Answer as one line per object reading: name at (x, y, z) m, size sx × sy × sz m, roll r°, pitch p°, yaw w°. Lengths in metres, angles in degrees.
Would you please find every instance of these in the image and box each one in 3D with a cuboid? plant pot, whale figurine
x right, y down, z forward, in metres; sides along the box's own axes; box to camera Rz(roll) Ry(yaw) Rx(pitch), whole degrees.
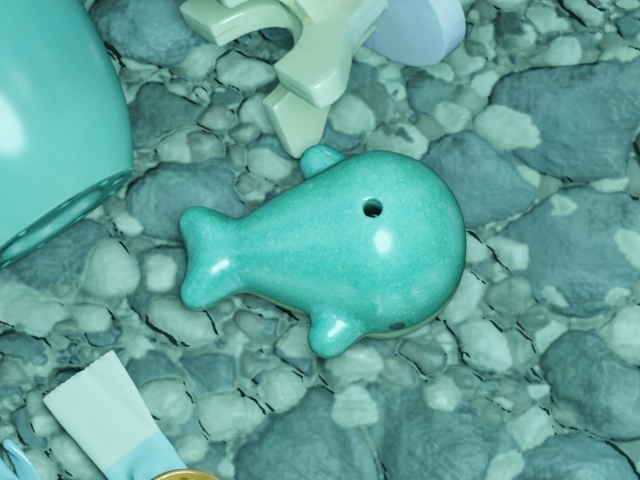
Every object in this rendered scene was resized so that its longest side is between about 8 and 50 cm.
plant pot at (-0.310, -0.109, 1.744) m, size 0.293 × 0.293 × 0.235 m, roll -35°, pitch 87°, yaw -12°
whale figurine at (0.000, 0.000, 1.757) m, size 0.272 × 0.141 × 0.216 m, roll -2°, pitch 68°, yaw 1°

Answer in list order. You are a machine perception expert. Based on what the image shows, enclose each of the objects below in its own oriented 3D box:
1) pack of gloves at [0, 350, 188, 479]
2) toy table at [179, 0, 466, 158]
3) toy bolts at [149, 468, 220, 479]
pack of gloves at (-0.206, 0.250, 1.724) m, size 0.195 × 0.046 × 0.232 m, roll -35°, pitch 68°, yaw 0°
toy table at (-0.008, -0.218, 1.803) m, size 0.161 × 0.252 × 0.274 m, roll -36°, pitch 27°, yaw -16°
toy bolts at (-0.138, 0.327, 1.606) m, size 0.228 × 0.158 × 0.218 m, roll -33°, pitch 101°, yaw -9°
